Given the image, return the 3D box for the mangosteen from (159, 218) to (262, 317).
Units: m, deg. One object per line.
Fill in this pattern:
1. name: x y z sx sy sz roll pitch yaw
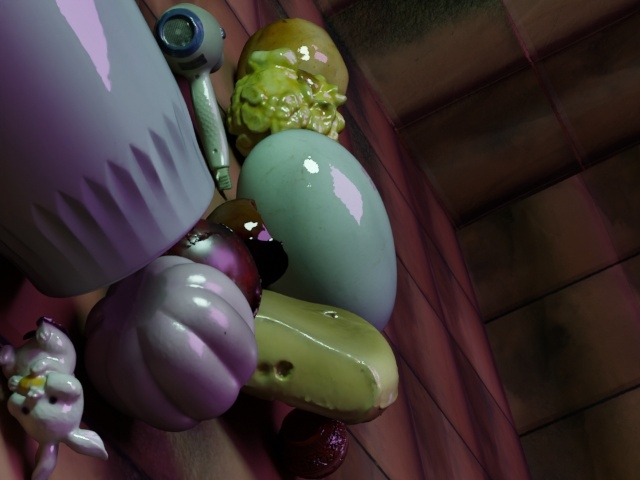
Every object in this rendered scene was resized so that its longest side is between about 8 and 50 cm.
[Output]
1. mangosteen: -0.154 0.046 1.378 0.180 0.166 0.166 42 -9 50

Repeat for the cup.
1. cup: -0.269 -0.149 1.067 0.371 0.253 0.253 60 14 -24

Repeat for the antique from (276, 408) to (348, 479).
1. antique: -0.010 0.275 1.593 0.104 0.104 0.104 58 15 -24

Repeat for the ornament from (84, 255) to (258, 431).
1. ornament: -0.149 0.110 1.213 0.177 0.177 0.177 58 15 -24

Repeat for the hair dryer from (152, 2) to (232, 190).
1. hair dryer: -0.192 -0.259 1.960 0.296 0.119 0.298 -90 168 -69

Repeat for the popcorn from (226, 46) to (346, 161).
1. popcorn: -0.056 -0.222 2.096 0.235 0.181 0.216 1 82 -40

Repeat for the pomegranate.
1. pomegranate: -0.058 -0.320 2.280 0.233 0.233 0.233 58 15 -24

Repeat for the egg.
1. egg: 0.000 0.000 1.865 0.230 0.230 0.371 -75 143 -70

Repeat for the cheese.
1. cheese: -0.020 0.143 1.579 0.259 0.128 0.316 27 4 -1

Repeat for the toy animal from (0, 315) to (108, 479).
1. toy animal: -0.240 0.139 1.033 0.085 0.071 0.124 77 -9 -47

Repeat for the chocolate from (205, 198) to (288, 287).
1. chocolate: -0.112 0.003 1.670 0.127 0.124 0.133 21 10 -27
